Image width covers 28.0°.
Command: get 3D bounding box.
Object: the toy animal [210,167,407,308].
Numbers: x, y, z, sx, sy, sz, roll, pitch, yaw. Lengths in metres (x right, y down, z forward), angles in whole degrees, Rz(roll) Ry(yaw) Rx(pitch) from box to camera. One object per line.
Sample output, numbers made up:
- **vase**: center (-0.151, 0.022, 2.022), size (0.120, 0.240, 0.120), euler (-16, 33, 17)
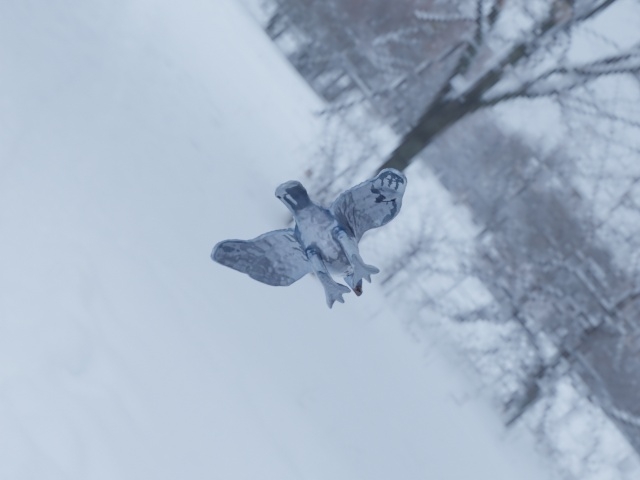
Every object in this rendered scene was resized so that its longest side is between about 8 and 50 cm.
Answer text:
- **toy animal**: center (0.000, 0.000, 1.504), size (0.255, 0.239, 0.176), euler (61, 1, -37)
